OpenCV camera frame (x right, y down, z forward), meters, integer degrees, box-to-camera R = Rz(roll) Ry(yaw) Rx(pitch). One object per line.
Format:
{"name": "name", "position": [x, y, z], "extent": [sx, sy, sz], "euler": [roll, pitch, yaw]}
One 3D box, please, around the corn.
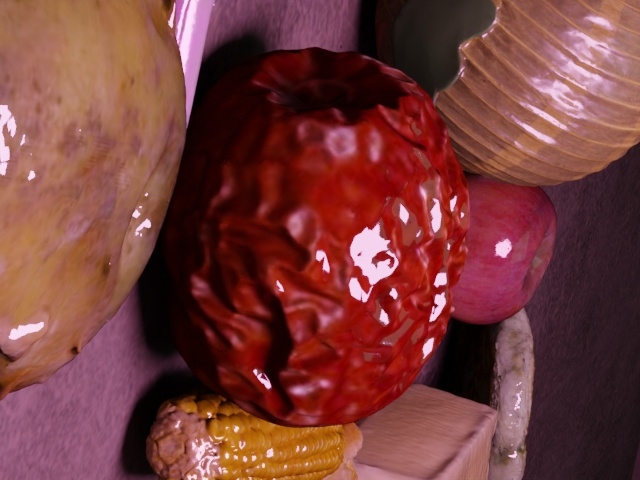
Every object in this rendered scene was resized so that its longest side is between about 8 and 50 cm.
{"name": "corn", "position": [-0.052, 0.144, 1.375], "extent": [0.262, 0.097, 0.097], "euler": [6, 100, -67]}

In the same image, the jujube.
{"name": "jujube", "position": [0.000, 0.000, 1.253], "extent": [0.213, 0.213, 0.232], "euler": [-46, 148, -54]}

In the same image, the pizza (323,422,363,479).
{"name": "pizza", "position": [-0.030, 0.308, 1.590], "extent": [0.323, 0.089, 0.223], "euler": [-54, 150, -44]}

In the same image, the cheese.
{"name": "cheese", "position": [0.072, 0.301, 1.810], "extent": [0.242, 0.124, 0.265], "euler": [-27, 130, -64]}

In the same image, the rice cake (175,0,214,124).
{"name": "rice cake", "position": [-0.081, -0.162, 1.103], "extent": [0.055, 0.049, 0.270], "euler": [-13, 117, -69]}

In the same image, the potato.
{"name": "potato", "position": [-0.167, -0.047, 0.870], "extent": [0.255, 0.112, 0.269], "euler": [14, 90, -71]}

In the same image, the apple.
{"name": "apple", "position": [0.154, 0.005, 1.806], "extent": [0.153, 0.120, 0.153], "euler": [-54, 158, -35]}

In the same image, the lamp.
{"name": "lamp", "position": [0.178, -0.179, 1.484], "extent": [0.284, 0.250, 0.250], "euler": [-49, 175, 31]}

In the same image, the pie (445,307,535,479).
{"name": "pie", "position": [0.175, 0.164, 1.970], "extent": [0.240, 0.054, 0.240], "euler": [-174, -90, -79]}
